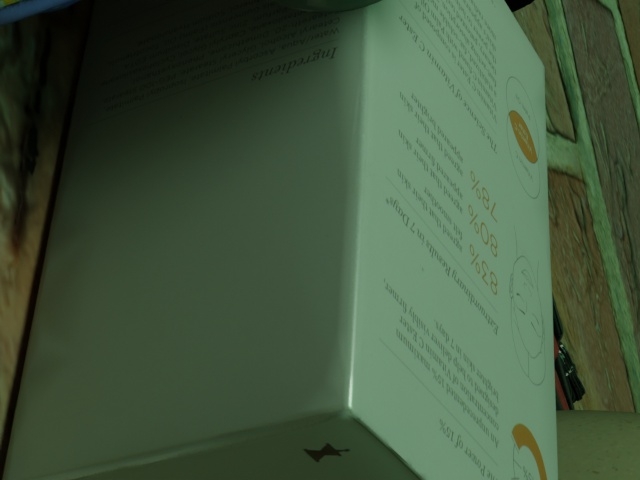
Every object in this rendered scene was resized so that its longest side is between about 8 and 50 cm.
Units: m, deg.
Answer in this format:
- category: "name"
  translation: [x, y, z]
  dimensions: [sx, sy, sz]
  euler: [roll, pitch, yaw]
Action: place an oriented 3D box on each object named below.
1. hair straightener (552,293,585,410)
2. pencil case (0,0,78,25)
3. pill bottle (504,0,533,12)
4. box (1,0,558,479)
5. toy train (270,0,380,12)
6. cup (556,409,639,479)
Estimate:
- category: "hair straightener"
  translation: [0.190, 0.087, 1.227]
  dimensions: [0.230, 0.047, 0.089]
  euler: [62, 28, -25]
- category: "pencil case"
  translation: [-0.173, -0.225, 0.581]
  dimensions: [0.119, 0.133, 0.306]
  euler: [-121, -175, -68]
- category: "pill bottle"
  translation: [0.105, -0.288, 1.178]
  dimensions: [0.123, 0.123, 0.219]
  euler: [21, 57, -60]
- category: "box"
  translation: [0.000, 0.000, 0.751]
  dimensions: [0.215, 0.168, 0.345]
  euler: [48, 35, -44]
- category: "toy train"
  translation: [-0.014, -0.227, 0.685]
  dimensions: [0.190, 0.334, 0.142]
  euler: [-33, 140, -25]
- category: "cup"
  translation: [0.255, 0.253, 1.017]
  dimensions: [0.331, 0.237, 0.331]
  euler: [-16, 90, -71]
